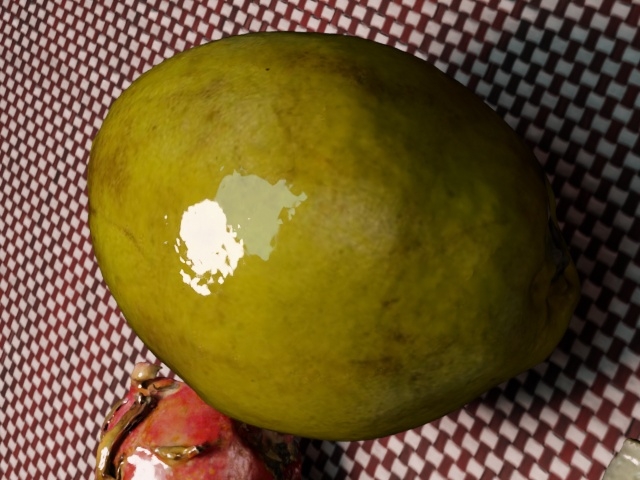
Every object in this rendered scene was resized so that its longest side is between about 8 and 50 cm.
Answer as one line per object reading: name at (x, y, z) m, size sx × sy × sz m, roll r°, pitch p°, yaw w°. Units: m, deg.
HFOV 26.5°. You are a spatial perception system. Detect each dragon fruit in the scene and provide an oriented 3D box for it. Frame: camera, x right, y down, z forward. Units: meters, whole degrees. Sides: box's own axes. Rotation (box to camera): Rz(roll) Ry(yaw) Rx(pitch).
dragon fruit at (-0.124, 0.205, 1.314) m, size 0.282 × 0.211 × 0.147 m, roll 4°, pitch 78°, yaw 56°

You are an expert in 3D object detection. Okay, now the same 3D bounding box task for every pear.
pear at (0.000, 0.000, 1.112) m, size 0.413 × 0.352 × 0.352 m, roll 16°, pitch 93°, yaw 31°

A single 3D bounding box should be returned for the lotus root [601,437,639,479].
lotus root at (0.265, 0.312, 0.907) m, size 0.260 × 0.149 × 0.267 m, roll 26°, pitch 82°, yaw 44°
